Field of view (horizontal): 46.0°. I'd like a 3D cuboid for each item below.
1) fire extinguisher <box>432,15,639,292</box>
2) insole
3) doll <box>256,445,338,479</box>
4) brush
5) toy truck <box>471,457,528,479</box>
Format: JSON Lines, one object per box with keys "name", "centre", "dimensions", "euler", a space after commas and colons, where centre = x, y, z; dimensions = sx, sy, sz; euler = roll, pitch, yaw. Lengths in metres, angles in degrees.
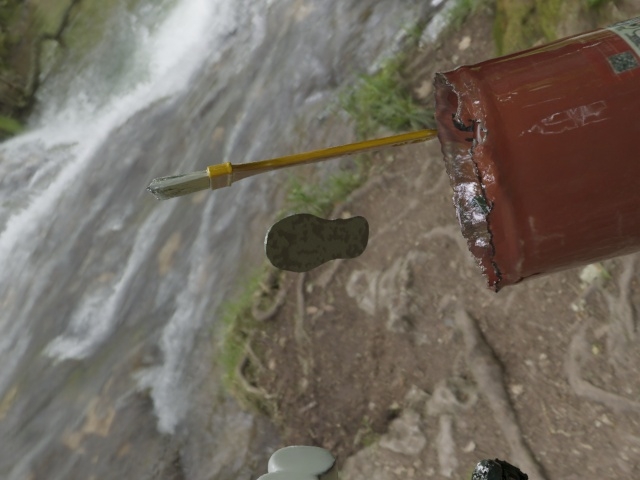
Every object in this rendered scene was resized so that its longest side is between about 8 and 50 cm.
{"name": "fire extinguisher", "centre": [0.219, -0.085, 0.323], "dimensions": [0.337, 0.147, 0.106], "euler": [-16, 37, 4]}
{"name": "insole", "centre": [0.000, 0.000, 0.835], "dimensions": [0.006, 0.193, 0.065], "euler": [13, 102, 34]}
{"name": "doll", "centre": [-0.015, 0.307, 0.571], "dimensions": [0.130, 0.161, 0.290], "euler": [3, 103, 12]}
{"name": "brush", "centre": [-0.020, -0.072, 0.689], "dimensions": [0.103, 0.272, 0.013], "euler": [171, 87, -83]}
{"name": "toy truck", "centre": [0.342, 0.562, 1.509], "dimensions": [0.165, 0.147, 0.224], "euler": [-52, 13, 45]}
